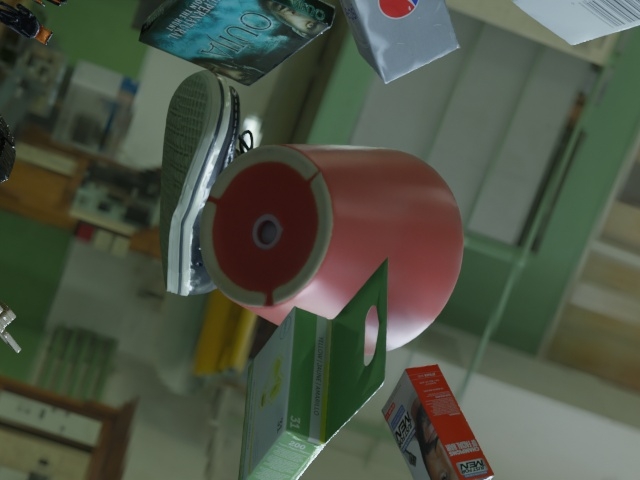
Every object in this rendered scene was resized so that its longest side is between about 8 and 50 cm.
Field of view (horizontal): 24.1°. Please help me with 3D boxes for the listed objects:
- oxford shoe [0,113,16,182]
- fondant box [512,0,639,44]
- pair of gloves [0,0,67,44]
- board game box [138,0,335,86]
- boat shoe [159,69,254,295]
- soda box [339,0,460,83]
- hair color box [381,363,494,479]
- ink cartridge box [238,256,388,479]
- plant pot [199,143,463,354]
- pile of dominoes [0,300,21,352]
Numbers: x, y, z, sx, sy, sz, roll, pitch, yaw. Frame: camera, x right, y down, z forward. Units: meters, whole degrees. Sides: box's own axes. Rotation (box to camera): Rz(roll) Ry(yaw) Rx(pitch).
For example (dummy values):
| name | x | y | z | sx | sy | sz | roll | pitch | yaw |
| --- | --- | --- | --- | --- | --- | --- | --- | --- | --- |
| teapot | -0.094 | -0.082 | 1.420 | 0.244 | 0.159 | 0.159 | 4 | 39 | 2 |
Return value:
| name | x | y | z | sx | sy | sz | roll | pitch | yaw |
| --- | --- | --- | --- | --- | --- | --- | --- | --- | --- |
| oxford shoe | -0.355 | -0.039 | 1.384 | 0.227 | 0.096 | 0.083 | -78 | 146 | -62 |
| fondant box | 0.316 | -0.360 | 1.345 | 0.238 | 0.096 | 0.330 | -11 | -122 | 51 |
| pair of gloves | -0.333 | -0.270 | 1.721 | 0.083 | 0.074 | 0.010 | -59 | -173 | 35 |
| board game box | -0.082 | -0.205 | 1.417 | 0.186 | 0.126 | 0.026 | -25 | -133 | 61 |
| boat shoe | -0.153 | -0.081 | 2.243 | 0.500 | 0.156 | 0.187 | 103 | -19 | -56 |
| soda box | 0.053 | -0.316 | 1.584 | 0.286 | 0.098 | 0.091 | 66 | -5 | -35 |
| hair color box | 0.140 | 0.246 | 1.829 | 0.167 | 0.053 | 0.093 | 63 | -35 | 33 |
| ink cartridge box | -0.009 | 0.137 | 1.536 | 0.171 | 0.056 | 0.235 | -86 | -157 | -44 |
| plant pot | 0.000 | 0.000 | 1.835 | 0.243 | 0.275 | 0.275 | 13 | 99 | -55 |
| pile of dominoes | -0.475 | 0.034 | 1.940 | 0.040 | 0.196 | 0.251 | -45 | 150 | -16 |
